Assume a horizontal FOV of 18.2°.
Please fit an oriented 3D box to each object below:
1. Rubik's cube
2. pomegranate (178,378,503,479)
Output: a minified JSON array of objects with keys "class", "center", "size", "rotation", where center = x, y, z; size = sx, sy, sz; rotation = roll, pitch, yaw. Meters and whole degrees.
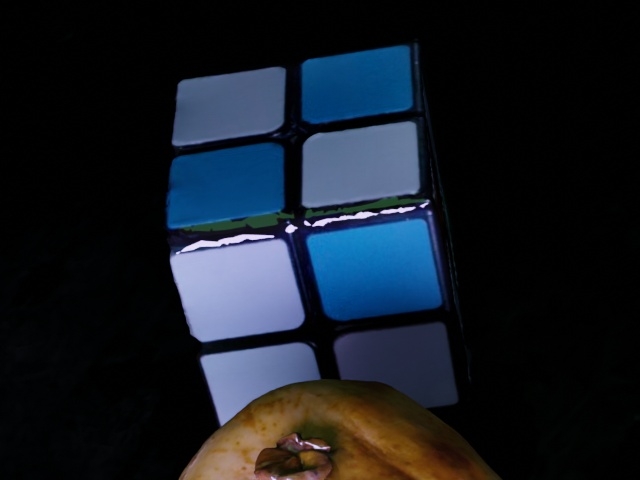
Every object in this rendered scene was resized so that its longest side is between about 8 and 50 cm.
[{"class":"Rubik's cube","center":[0.001,0.000,1.278],"size":[0.167,0.180,0.183],"rotation":[-9,37,5]},{"class":"pomegranate","center":[0.013,0.170,1.048],"size":[0.215,0.215,0.215],"rotation":[-9,39,7]}]
